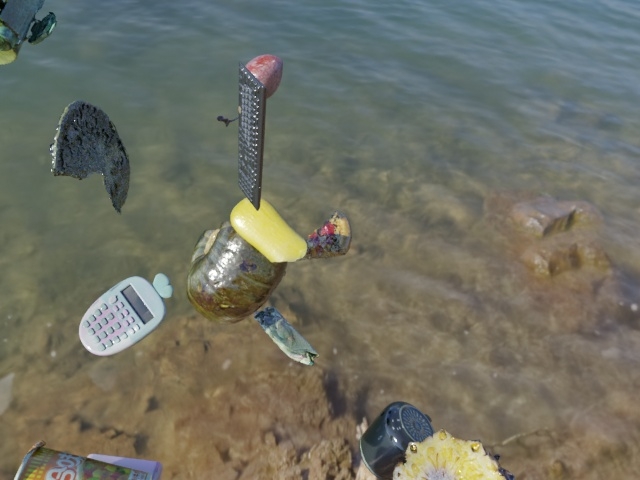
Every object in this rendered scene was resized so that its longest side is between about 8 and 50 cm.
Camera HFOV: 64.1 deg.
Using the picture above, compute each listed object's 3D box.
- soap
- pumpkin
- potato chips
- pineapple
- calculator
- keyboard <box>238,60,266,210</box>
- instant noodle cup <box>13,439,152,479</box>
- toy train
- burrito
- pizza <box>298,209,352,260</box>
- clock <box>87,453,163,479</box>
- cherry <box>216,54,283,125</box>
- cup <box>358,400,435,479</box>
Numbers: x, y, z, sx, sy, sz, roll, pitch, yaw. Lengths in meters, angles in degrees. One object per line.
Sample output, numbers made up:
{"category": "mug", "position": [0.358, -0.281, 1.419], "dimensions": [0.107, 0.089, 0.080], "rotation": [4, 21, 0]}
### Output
{"category": "soap", "position": [-0.104, -0.015, 1.015], "dimensions": [0.089, 0.033, 0.168], "rotation": [-43, 86, -3]}
{"category": "pumpkin", "position": [-0.205, 0.098, 1.274], "dimensions": [0.242, 0.325, 0.232], "rotation": [20, 76, -21]}
{"category": "potato chips", "position": [-0.428, -0.154, 0.982], "dimensions": [0.029, 0.219, 0.201], "rotation": [-6, 51, 12]}
{"category": "pineapple", "position": [0.313, 0.578, 1.104], "dimensions": [0.263, 0.271, 0.262], "rotation": [-16, 47, 19]}
{"category": "calculator", "position": [-0.563, 0.212, 1.503], "dimensions": [0.299, 0.041, 0.185], "rotation": [-39, 74, -15]}
{"category": "keyboard", "position": [-0.091, -0.126, 0.658], "dimensions": [0.010, 0.198, 0.063], "rotation": [-23, 56, -27]}
{"category": "instant noodle cup", "position": [-0.366, 0.409, 0.790], "dimensions": [0.185, 0.168, 0.168], "rotation": [12, 44, -11]}
{"category": "toy train", "position": [-0.553, -0.464, 0.917], "dimensions": [0.190, 0.126, 0.307], "rotation": [-3, 67, 24]}
{"category": "burrito", "position": [-0.129, 0.347, 1.854], "dimensions": [0.096, 0.066, 0.309], "rotation": [-32, 51, -28]}
{"category": "pizza", "position": [0.000, 0.000, 1.513], "dimensions": [0.199, 0.062, 0.188], "rotation": [-32, 33, 17]}
{"category": "clock", "position": [-0.389, 0.510, 0.970], "dimensions": [0.150, 0.197, 0.063], "rotation": [9, 16, -5]}
{"category": "cherry", "position": [-0.178, -0.373, 1.277], "dimensions": [0.090, 0.225, 0.107], "rotation": [45, 10, 2]}
{"category": "cup", "position": [0.217, 0.532, 1.366], "dimensions": [0.223, 0.176, 0.169], "rotation": [0, 43, -53]}
